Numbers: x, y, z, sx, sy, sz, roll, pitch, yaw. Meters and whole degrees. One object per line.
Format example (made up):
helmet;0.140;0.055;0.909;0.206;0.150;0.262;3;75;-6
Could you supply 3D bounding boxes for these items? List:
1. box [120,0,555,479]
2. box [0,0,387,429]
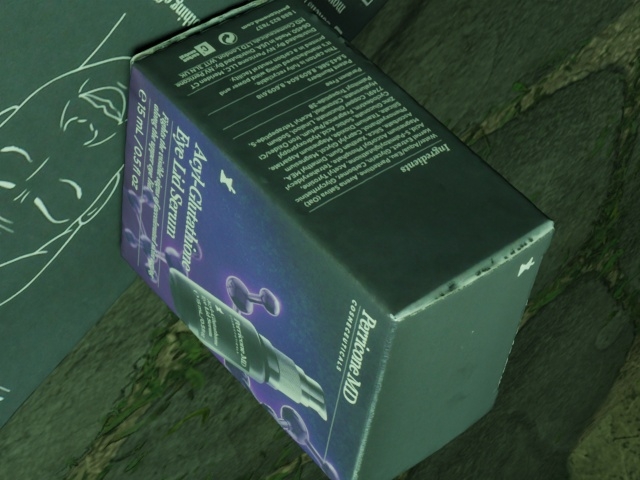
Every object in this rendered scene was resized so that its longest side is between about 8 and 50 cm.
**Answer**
box;0.000;0.000;0.847;0.108;0.207;0.153;-29;148;-30
box;-0.185;-0.122;0.883;0.395;0.212;0.293;-48;152;2
